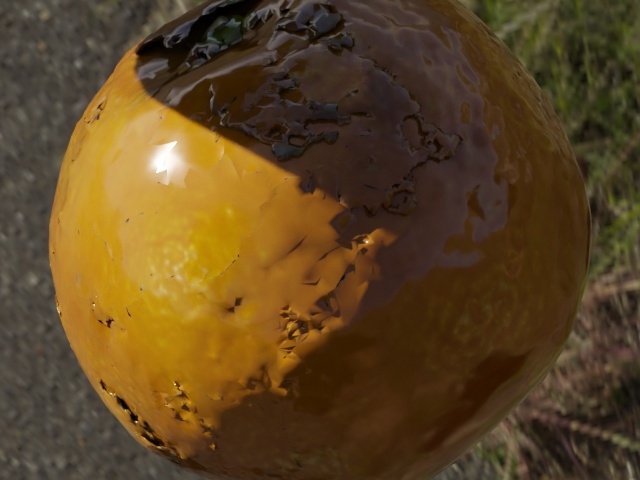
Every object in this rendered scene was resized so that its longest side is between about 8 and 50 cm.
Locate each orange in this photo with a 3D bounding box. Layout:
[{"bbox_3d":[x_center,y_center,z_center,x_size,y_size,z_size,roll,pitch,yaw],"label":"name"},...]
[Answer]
[{"bbox_3d":[0.000,0.000,0.853,0.246,0.246,0.246,-6,63,12],"label":"orange"}]
